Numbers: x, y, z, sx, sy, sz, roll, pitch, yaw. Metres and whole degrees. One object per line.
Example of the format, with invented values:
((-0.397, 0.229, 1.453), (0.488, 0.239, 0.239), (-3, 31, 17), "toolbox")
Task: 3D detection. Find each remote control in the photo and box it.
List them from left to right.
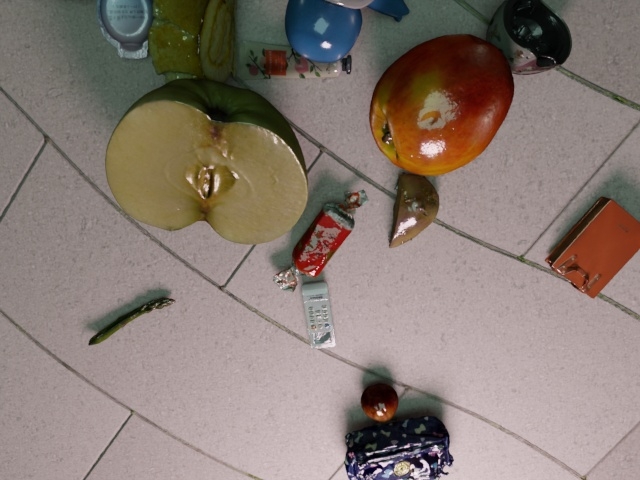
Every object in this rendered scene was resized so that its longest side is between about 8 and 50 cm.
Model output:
((-0.003, 0.173, 1.342), (0.061, 0.029, 0.162), (-6, 109, 6), "remote control")

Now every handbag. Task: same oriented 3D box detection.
((0.185, 0.512, 1.376), (0.260, 0.113, 0.162), (-10, 124, -1), "handbag")
((0.599, 0.017, 1.263), (0.127, 0.063, 0.190), (38, 100, -8), "handbag")

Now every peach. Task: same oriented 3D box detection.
((0.234, -0.254, 1.113), (0.281, 0.238, 0.281), (-13, 127, -19), "peach")

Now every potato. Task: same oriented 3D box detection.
((0.203, -0.051, 1.243), (0.101, 0.089, 0.172), (9, 104, -3), "potato")

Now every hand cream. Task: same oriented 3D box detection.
((-0.053, -0.366, 1.195), (0.234, 0.050, 0.080), (4, 110, 7), "hand cream")

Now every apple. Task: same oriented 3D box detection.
((-0.202, -0.138, 1.106), (0.311, 0.320, 0.360), (47, 144, 18), "apple")

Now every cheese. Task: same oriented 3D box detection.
((-0.384, -0.491, 1.167), (0.135, 0.052, 0.244), (0, 104, 0), "cheese")

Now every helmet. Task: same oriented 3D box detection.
((0.390, -0.387, 1.130), (0.177, 0.107, 0.153), (-3, 75, -36), "helmet")

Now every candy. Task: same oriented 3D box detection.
((0.001, 0.001, 1.280), (0.086, 0.059, 0.292), (34, 105, -8), "candy")

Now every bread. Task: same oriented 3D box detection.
((-0.232, -0.421, 1.116), (0.124, 0.186, 0.257), (9, 95, 11), "bread")

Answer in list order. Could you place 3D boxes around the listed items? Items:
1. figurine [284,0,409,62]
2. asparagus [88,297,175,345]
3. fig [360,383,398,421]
((0.061, -0.543, 1.072), (0.298, 0.243, 0.416), (15, 124, -11), "figurine")
((-0.443, 0.183, 1.361), (0.236, 0.027, 0.034), (-29, 82, 8), "asparagus")
((0.147, 0.399, 1.377), (0.089, 0.089, 0.125), (-18, 122, 7), "fig")
